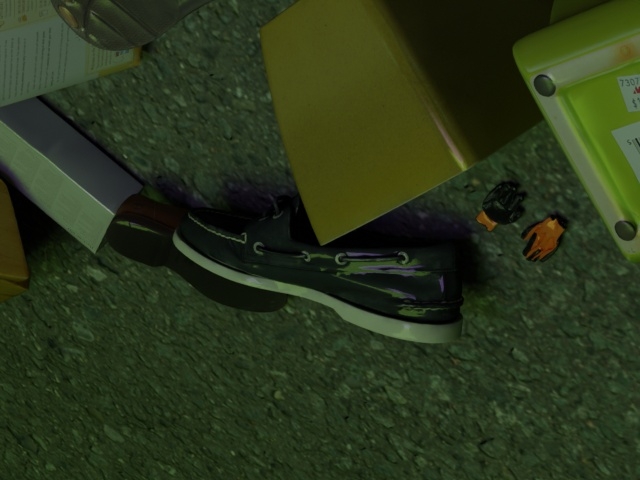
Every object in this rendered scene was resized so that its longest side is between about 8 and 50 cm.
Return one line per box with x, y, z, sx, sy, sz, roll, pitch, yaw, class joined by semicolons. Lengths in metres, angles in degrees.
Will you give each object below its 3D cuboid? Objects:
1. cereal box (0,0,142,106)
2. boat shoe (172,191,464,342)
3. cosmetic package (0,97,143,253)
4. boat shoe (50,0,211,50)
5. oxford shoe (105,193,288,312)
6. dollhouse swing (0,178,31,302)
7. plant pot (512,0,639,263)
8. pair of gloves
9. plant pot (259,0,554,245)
-0.282;-0.209;1.614;0.047;0.240;0.173;55;150;28;cereal box
-0.002;0.001;1.686;0.340;0.127;0.113;21;110;36;boat shoe
-0.318;-0.098;1.897;0.239;0.060;0.099;40;143;2;cosmetic package
-0.075;-0.261;1.348;0.324;0.116;0.123;-15;124;26;boat shoe
-0.125;0.008;1.838;0.212;0.076;0.076;29;132;-10;oxford shoe
-0.507;-0.101;2.013;0.315;0.305;0.347;11;166;-23;dollhouse swing
0.288;-0.117;1.207;0.228;0.207;0.227;-17;109;44;plant pot
0.189;-0.017;1.578;0.083;0.010;0.074;40;144;7;pair of gloves
0.076;-0.147;1.403;0.212;0.212;0.187;-29;93;51;plant pot
